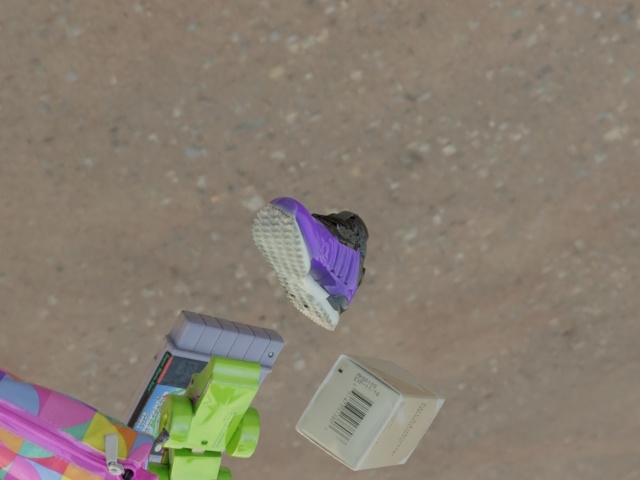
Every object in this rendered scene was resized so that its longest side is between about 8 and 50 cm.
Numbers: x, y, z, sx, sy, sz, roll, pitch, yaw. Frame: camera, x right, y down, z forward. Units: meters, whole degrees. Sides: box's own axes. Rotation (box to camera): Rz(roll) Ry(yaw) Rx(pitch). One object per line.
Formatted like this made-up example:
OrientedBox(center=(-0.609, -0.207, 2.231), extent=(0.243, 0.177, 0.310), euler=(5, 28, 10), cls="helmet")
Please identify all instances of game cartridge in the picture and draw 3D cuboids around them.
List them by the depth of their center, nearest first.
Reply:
OrientedBox(center=(-0.240, 0.304, 2.420), extent=(0.230, 0.068, 0.355), euler=(14, 113, -41), cls="game cartridge")

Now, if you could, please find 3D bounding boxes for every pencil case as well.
OrientedBox(center=(-0.248, 0.159, 1.087), extent=(0.236, 0.104, 0.104), euler=(26, 136, -5), cls="pencil case")

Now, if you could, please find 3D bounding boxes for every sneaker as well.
OrientedBox(center=(-0.001, 0.000, 1.902), extent=(0.146, 0.102, 0.293), euler=(-49, 149, -18), cls="sneaker")

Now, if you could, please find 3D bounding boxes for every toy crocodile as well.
OrientedBox(center=(-0.157, 0.257, 1.638), extent=(0.115, 0.105, 0.341), euler=(7, 132, -18), cls="toy crocodile")

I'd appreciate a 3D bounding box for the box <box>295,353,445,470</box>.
OrientedBox(center=(0.088, 0.278, 2.112), extent=(0.148, 0.121, 0.311), euler=(-59, 161, 4), cls="box")
